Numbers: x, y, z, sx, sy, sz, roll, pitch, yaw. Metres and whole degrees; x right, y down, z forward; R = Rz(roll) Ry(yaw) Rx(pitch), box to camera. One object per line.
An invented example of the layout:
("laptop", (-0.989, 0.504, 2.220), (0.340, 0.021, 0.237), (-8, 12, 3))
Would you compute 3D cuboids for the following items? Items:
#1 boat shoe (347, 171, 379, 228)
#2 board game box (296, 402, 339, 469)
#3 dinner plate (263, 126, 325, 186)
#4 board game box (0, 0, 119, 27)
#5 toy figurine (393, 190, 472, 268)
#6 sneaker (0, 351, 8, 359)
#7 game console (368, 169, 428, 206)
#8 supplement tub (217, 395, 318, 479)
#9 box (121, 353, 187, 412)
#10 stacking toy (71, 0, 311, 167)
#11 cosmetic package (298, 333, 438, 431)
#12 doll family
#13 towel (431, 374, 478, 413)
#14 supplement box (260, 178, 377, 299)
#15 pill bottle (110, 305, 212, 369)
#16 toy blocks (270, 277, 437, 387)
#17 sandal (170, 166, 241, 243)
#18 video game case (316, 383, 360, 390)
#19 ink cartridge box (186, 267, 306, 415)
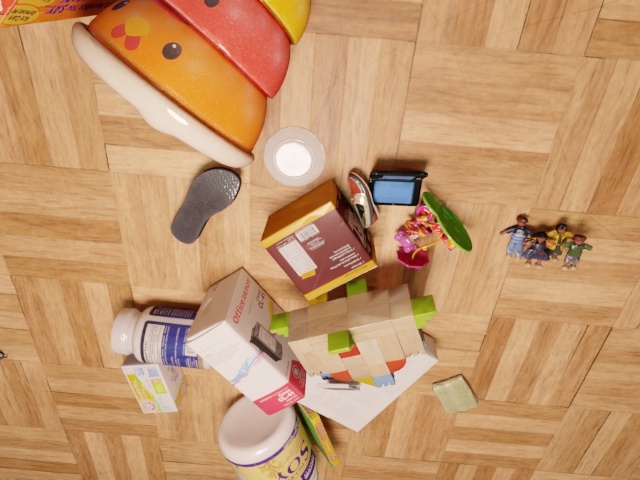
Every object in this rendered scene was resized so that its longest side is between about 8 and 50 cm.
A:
("boat shoe", (0.092, -0.092, 0.994), (0.043, 0.049, 0.137), (-38, 118, -18))
("board game box", (-0.009, 0.612, 1.374), (0.039, 0.124, 0.259), (-27, 119, -20))
("dinner plate", (-0.060, -0.186, 0.974), (0.141, 0.017, 0.141), (1, 120, 1))
("board game box", (-0.385, -0.569, 0.570), (0.356, 0.356, 0.356), (-36, 113, 22))
("toy figurine", (0.238, -0.005, 1.017), (0.173, 0.130, 0.159), (47, 122, -8))
("sneaker", (-0.992, 0.342, 1.317), (0.069, 0.038, 0.098), (31, 126, -16))
("game console", (0.171, -0.116, 0.973), (0.122, 0.107, 0.071), (2, 92, 1))
("supplement tub", (-0.150, 0.660, 1.340), (0.241, 0.241, 0.331), (-14, 119, 11))
("box", (-0.490, 0.408, 1.289), (0.114, 0.103, 0.203), (-6, 120, 6))
("stacking toy", (-0.140, -0.401, 0.737), (0.350, 0.350, 0.480), (37, 97, -17))
("cosmetic package", (0.100, 0.361, 1.236), (0.284, 0.097, 0.377), (31, 117, -15))
("doll family", (0.530, 0.003, 1.021), (0.193, 0.076, 0.111), (1, 125, 6))
("towel", (0.416, 0.478, 1.328), (0.110, 0.027, 0.148), (-25, 116, 15))
("supplement box", (0.000, 0.000, 1.013), (0.191, 0.129, 0.194), (-29, 115, 18))
("pill bottle", (-0.411, 0.260, 1.171), (0.265, 0.153, 0.153), (7, 120, -1))
("toy blocks", (0.104, 0.255, 1.045), (0.381, 0.191, 0.261), (-15, 128, 13))
("sandal", (-0.277, -0.091, 1.026), (0.097, 0.054, 0.254), (44, 123, -12))
("video game case", (0.049, 0.391, 1.148), (0.087, 0.011, 0.122), (-6, 157, 18))
("ink cartridge box", (-0.170, 0.260, 1.117), (0.131, 0.226, 0.306), (-30, 115, 18))
